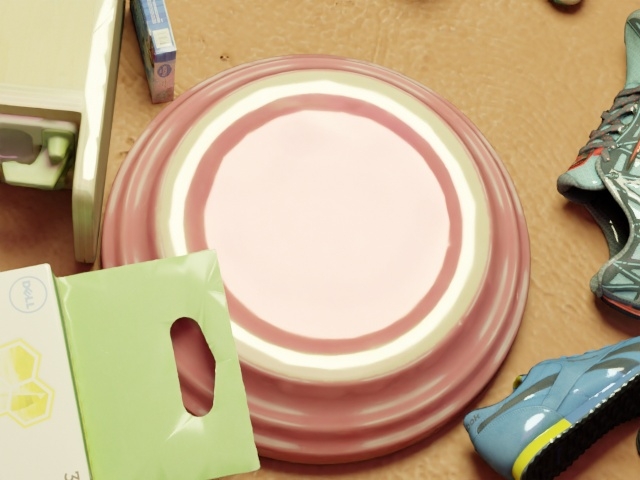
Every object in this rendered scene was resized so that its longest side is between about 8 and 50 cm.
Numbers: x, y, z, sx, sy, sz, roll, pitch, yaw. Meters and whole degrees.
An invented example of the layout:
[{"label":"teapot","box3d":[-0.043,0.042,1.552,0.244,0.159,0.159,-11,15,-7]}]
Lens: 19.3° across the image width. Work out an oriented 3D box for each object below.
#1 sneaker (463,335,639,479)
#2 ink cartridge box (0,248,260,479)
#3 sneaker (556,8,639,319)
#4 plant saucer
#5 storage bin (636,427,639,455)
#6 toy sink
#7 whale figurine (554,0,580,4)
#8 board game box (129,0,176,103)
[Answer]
[{"label":"sneaker","box3d":[0.201,0.105,1.413,0.209,0.069,0.082,-30,52,-23]},{"label":"ink cartridge box","box3d":[-0.173,0.101,1.308,0.235,0.056,0.171,-11,78,-3]},{"label":"sneaker","box3d":[0.247,-0.068,1.465,0.125,0.104,0.262,-1,68,-3]},{"label":"plant saucer","box3d":[0.000,0.000,1.424,0.332,0.084,0.332,2,69,-5]},{"label":"storage bin","box3d":[0.333,0.180,1.389,0.122,0.084,0.180,-27,75,-15]},{"label":"toy sink","box3d":[-0.222,-0.117,1.409,0.131,0.153,0.234,5,70,-4]},{"label":"whale figurine","box3d":[0.121,-0.305,1.545,0.272,0.141,0.216,37,68,-18]},{"label":"board game box","box3d":[-0.132,-0.167,1.469,0.020,0.090,0.090,-12,70,-9]}]
